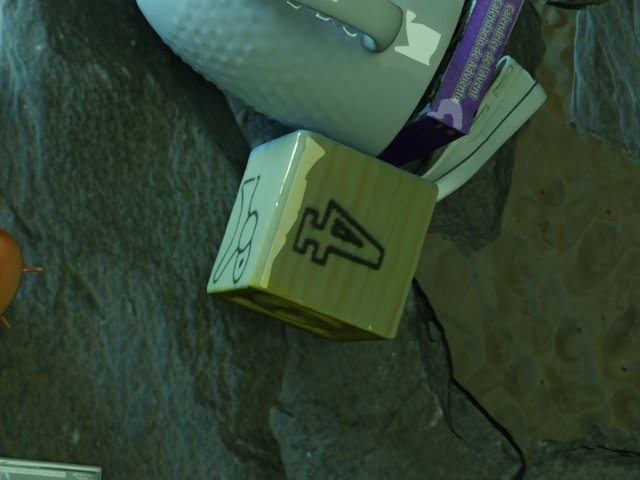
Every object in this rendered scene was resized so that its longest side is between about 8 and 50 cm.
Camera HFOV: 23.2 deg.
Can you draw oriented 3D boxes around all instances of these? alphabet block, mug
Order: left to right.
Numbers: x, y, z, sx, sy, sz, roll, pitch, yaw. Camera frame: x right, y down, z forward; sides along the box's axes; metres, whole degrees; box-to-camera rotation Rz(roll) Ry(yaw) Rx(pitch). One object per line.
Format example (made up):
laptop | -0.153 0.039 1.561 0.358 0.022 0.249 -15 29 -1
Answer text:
mug | -0.025 -0.277 1.783 0.328 0.374 0.276 25 92 -12
alphabet block | 0.000 0.000 1.867 0.193 0.192 0.197 21 79 -17

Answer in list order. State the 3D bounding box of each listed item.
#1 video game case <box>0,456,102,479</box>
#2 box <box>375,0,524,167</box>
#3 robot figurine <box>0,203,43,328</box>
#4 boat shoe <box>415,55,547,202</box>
video game case | -0.355 0.337 1.790 0.190 0.022 0.173 9 83 -21
box | 0.138 -0.199 1.880 0.057 0.293 0.201 26 77 -12
robot figurine | -0.428 0.023 1.732 0.219 0.128 0.158 25 66 -17
boat shoe | 0.183 -0.138 2.002 0.267 0.096 0.088 -43 97 -20
